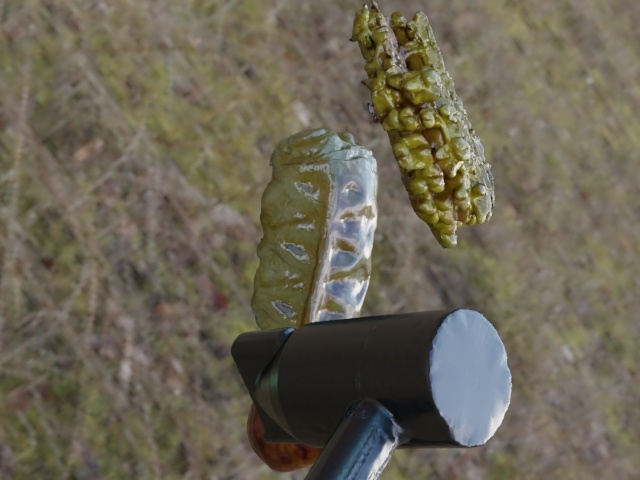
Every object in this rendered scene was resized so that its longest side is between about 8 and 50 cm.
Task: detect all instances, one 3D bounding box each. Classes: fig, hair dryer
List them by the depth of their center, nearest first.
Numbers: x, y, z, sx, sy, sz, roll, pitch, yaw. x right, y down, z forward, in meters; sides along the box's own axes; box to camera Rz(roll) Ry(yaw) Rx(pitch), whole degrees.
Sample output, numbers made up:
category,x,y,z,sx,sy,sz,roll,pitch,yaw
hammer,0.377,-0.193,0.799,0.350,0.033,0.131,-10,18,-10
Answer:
category,x,y,z,sx,sy,sz,roll,pitch,yaw
hair dryer,-0.013,0.179,1.268,0.302,0.244,0.116,-51,120,-41
fig,-0.028,0.186,1.670,0.150,0.128,0.128,39,17,18

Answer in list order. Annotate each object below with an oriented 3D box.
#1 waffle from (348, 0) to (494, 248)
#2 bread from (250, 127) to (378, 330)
category,x,y,z,sx,sy,sz,roll,pitch,yaw
waffle,0.084,-0.101,1.267,0.197,0.070,0.193,57,14,-53
bread,0.000,0.000,1.607,0.128,0.088,0.232,3,94,-27
